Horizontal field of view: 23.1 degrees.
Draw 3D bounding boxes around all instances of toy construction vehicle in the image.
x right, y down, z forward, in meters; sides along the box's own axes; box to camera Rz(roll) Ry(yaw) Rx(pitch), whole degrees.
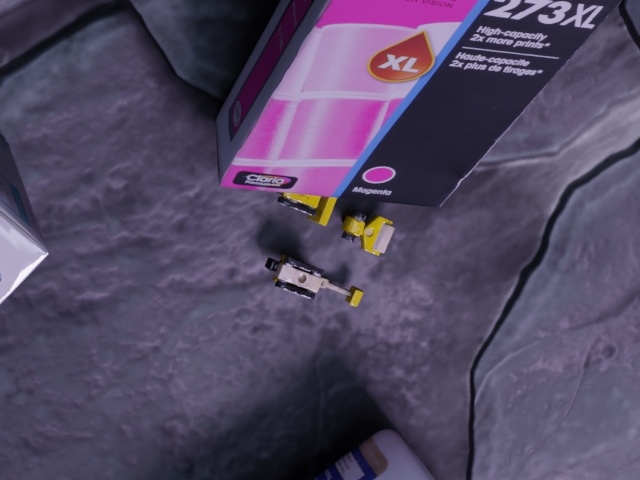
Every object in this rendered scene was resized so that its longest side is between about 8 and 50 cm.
[{"bbox_3d":[0.000,0.000,1.172,0.098,0.035,0.086,18,93,-25],"label":"toy construction vehicle"}]

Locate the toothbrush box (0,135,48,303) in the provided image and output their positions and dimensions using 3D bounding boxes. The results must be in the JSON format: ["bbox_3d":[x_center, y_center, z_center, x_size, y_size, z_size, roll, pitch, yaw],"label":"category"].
[{"bbox_3d":[-0.325,0.037,0.979,0.295,0.216,0.126,-47,117,3],"label":"toothbrush box"}]

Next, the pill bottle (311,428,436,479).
[{"bbox_3d":[-0.006,0.279,1.209,0.264,0.153,0.153,-36,117,-1],"label":"pill bottle"}]

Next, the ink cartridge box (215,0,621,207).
[{"bbox_3d":[0.067,-0.136,0.993,0.175,0.069,0.371,5,150,-19],"label":"ink cartridge box"}]
